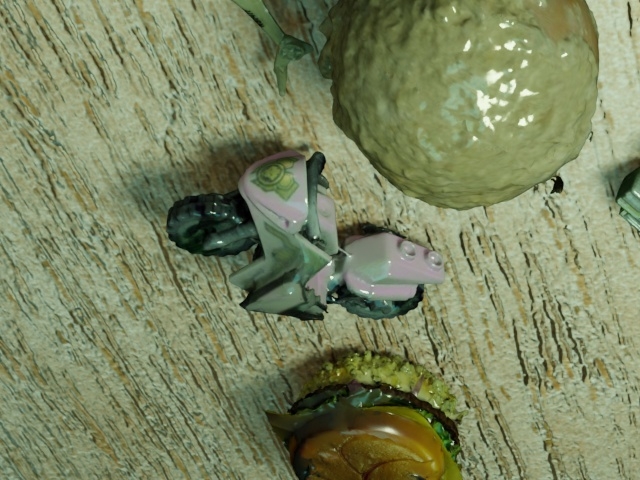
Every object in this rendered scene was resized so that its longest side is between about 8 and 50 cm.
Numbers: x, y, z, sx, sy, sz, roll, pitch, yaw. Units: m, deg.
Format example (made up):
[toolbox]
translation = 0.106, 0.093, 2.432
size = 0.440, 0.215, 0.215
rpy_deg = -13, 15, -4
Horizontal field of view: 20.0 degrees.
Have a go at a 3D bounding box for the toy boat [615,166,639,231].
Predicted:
[toy boat]
translation = 0.464, 0.021, 1.931
size = 0.319, 0.092, 0.141
rpy_deg = 40, 137, -10

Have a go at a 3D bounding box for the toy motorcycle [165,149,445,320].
[toy motorcycle]
translation = 0.000, 0.000, 1.999
size = 0.327, 0.143, 0.188
rpy_deg = 21, 139, -28

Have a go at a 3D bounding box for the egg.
[egg]
translation = 0.133, -0.161, 1.694
size = 0.279, 0.279, 0.310
rpy_deg = 12, 153, -6

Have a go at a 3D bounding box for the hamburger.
[hamburger]
translation = 0.059, 0.239, 2.281
size = 0.262, 0.138, 0.243
rpy_deg = -9, 137, 18

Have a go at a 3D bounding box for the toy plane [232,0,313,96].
[toy plane]
translation = -0.084, -0.250, 1.743
size = 0.108, 0.092, 0.286
rpy_deg = -18, 140, 24
